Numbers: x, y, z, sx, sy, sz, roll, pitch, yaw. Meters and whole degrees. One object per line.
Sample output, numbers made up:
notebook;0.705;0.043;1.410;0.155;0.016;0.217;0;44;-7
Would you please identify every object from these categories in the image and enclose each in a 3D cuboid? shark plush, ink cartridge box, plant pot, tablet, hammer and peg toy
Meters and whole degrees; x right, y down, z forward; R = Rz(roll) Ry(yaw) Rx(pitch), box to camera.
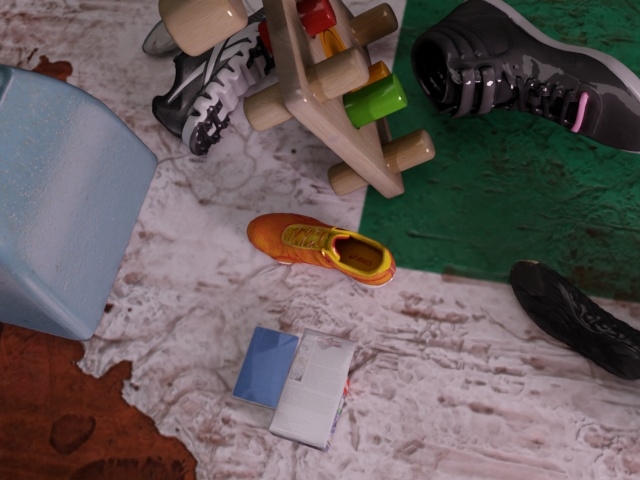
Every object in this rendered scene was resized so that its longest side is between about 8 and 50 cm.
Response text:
shark plush;-0.178;-0.311;1.080;0.067;0.073;0.161;1;68;41
ink cartridge box;-0.005;0.154;0.862;0.062;0.029;0.115;14;68;14
plant pot;-0.358;-0.068;0.887;0.247;0.252;0.247;11;68;12
tablet;-0.058;0.136;0.890;0.054;0.006;0.083;13;68;14
hammer and peg toy;-0.014;-0.218;0.852;0.127;0.361;0.266;-22;62;20

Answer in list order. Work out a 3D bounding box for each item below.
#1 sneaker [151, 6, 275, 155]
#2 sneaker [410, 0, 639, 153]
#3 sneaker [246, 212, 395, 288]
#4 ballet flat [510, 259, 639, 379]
sneaker;-0.124;-0.220;1.016;0.106;0.078;0.234;30;76;16
sneaker;0.222;-0.160;0.912;0.147;0.105;0.296;-34;58;-25
sneaker;0.000;0.000;0.909;0.175;0.067;0.064;14;71;15
ballet flat;0.266;0.081;0.855;0.173;0.049;0.057;42;120;23
